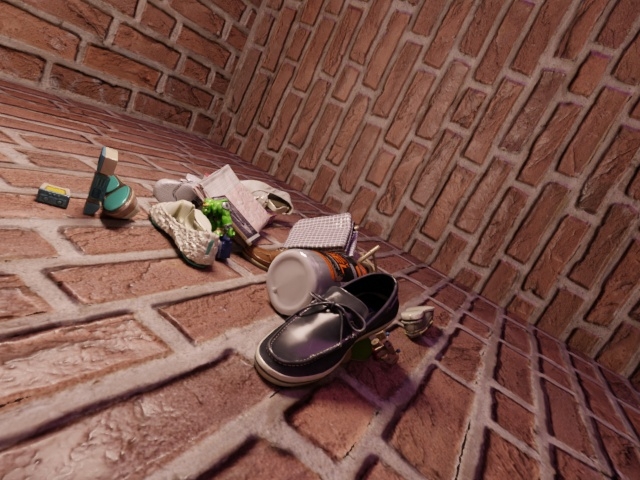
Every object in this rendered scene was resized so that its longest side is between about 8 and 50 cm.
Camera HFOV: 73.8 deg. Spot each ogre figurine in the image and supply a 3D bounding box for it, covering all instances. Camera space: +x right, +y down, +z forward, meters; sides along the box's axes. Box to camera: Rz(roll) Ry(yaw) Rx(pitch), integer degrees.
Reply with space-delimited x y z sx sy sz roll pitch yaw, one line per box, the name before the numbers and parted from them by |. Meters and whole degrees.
ogre figurine | -0.360 -0.082 1.466 0.096 0.118 0.197 -2 13 -25

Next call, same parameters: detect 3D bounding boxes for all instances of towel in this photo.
towel | 0.000 0.000 1.696 0.283 0.121 0.235 -6 29 17
towel | -0.353 -0.152 1.780 0.317 0.053 0.332 52 21 -13

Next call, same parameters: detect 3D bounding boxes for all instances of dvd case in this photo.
dvd case | -0.315 -0.078 1.597 0.221 0.018 0.164 49 9 -4

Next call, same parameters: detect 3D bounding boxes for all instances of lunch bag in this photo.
lunch bag | -0.346 0.022 1.457 0.065 0.067 0.098 2 19 -25

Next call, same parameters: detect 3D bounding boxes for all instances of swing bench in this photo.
swing bench | 0.101 0.086 1.795 0.254 0.165 0.253 -19 27 -9

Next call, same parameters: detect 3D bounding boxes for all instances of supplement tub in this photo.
supplement tub | 0.005 0.138 1.379 0.207 0.207 0.338 35 15 33

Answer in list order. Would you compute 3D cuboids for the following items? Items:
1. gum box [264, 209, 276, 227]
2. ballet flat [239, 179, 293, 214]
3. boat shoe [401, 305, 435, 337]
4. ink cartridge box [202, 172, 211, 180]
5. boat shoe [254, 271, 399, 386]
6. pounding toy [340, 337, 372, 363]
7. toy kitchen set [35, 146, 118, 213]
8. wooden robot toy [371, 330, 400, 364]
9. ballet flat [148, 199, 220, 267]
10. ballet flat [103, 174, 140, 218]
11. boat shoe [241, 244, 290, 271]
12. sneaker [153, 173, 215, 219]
gum box | -0.298 -0.117 2.103 0.107 0.062 0.188 28 13 6
ballet flat | -0.270 -0.200 2.097 0.139 0.139 0.400 35 15 34
boat shoe | 0.391 0.315 1.694 0.109 0.091 0.305 -9 -5 25
ink cartridge box | -0.468 -0.236 2.153 0.237 0.100 0.172 15 18 -40
boat shoe | 0.038 0.204 1.102 0.500 0.156 0.186 -19 43 -42
pounding toy | 0.078 0.260 1.260 0.183 0.110 0.236 33 14 28
toy kitchen set | -0.712 -0.184 1.249 0.166 0.207 0.122 18 15 -32
wooden robot toy | 0.206 0.349 1.319 0.079 0.076 0.173 59 0 -22
ballet flat | -0.447 -0.056 1.434 0.147 0.147 0.409 12 19 -48
ballet flat | -0.653 -0.133 1.410 0.316 0.107 0.106 43 -14 50
boat shoe | -0.140 0.072 1.576 0.307 0.105 0.111 26 15 6
sneaker | -0.555 -0.191 1.753 0.210 0.137 0.365 34 10 33
